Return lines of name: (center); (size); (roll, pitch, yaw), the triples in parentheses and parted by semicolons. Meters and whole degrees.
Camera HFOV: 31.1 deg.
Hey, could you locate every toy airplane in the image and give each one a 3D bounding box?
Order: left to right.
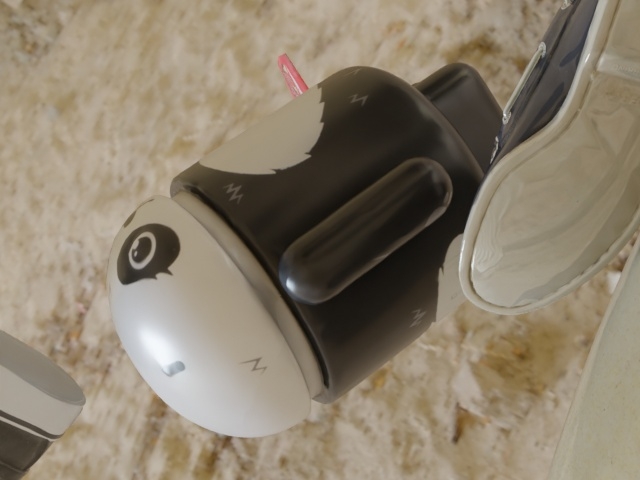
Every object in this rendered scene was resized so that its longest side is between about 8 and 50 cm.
toy airplane: (-0.003, -0.072, 0.925); (0.151, 0.028, 0.151); (31, 132, 41)

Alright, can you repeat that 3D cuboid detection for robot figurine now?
robot figurine: (-0.001, -0.002, 0.722); (0.278, 0.209, 0.173); (-35, 58, -17)

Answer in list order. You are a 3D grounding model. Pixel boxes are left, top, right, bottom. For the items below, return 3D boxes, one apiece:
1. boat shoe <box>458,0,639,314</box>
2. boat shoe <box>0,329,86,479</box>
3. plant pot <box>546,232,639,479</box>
boat shoe: (0.124, -0.057, 0.537); (0.065, 0.075, 0.206); (-88, 19, -60)
boat shoe: (-0.291, 0.064, 0.695); (0.105, 0.306, 0.113); (-52, 39, 0)
plant pot: (0.230, 0.093, 0.558); (0.274, 0.256, 0.256); (-57, 33, 12)
